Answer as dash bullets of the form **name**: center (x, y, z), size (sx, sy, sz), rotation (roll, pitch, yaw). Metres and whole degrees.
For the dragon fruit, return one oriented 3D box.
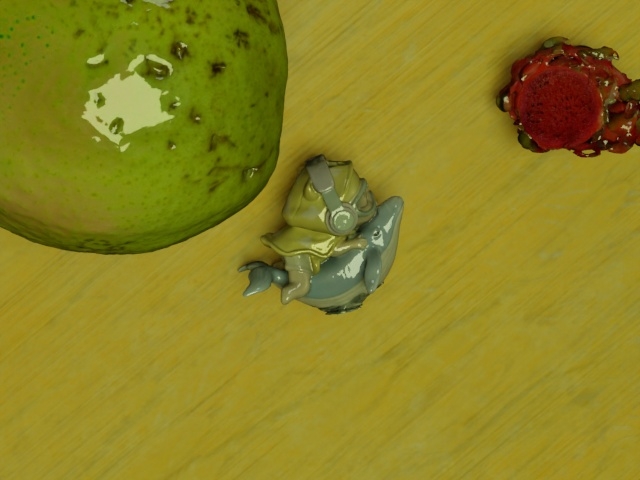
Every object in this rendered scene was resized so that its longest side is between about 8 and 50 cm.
- **dragon fruit**: center (0.311, -0.156, 2.017), size (0.207, 0.150, 0.133), rotation (13, 132, -22)

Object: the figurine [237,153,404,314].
- **figurine**: center (0.000, 0.000, 1.990), size (0.208, 0.128, 0.184), rotation (-23, 107, -1)

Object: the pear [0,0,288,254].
- **pear**: center (-0.227, -0.156, 1.767), size (0.391, 0.391, 0.391), rotation (-3, 107, -12)
